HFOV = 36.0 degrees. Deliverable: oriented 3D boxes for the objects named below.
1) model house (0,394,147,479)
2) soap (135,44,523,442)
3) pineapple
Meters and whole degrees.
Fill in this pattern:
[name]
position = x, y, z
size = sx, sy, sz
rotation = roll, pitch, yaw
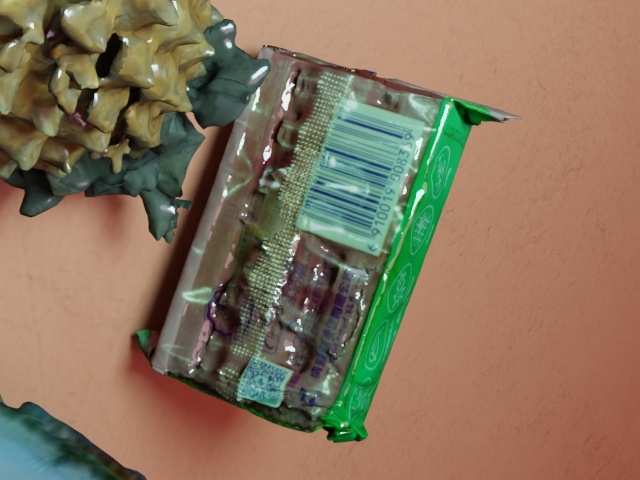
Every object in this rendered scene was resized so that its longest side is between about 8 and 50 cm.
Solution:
[model house]
position = -0.225, 0.305, 0.511
size = 0.339, 0.360, 0.297
rotation = -61, 167, 10
[soap]
position = -0.001, 0.000, 0.731
size = 0.098, 0.217, 0.274
rotation = 15, 95, -67
[pineapple]
position = -0.135, -0.110, 0.537
size = 0.223, 0.222, 0.357
rotation = -57, 159, -9
